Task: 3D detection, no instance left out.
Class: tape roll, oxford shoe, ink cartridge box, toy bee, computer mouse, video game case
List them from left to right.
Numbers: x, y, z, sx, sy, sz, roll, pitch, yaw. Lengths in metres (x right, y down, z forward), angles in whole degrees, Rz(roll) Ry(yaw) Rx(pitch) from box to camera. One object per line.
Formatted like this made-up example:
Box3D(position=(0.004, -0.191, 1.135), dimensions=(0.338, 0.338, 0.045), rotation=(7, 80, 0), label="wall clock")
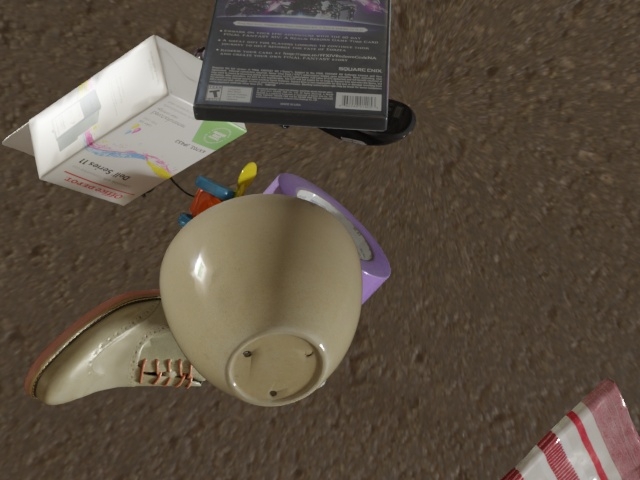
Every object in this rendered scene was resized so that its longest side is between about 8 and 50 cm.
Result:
Box3D(position=(-0.326, -0.170, 1.604), dimensions=(0.353, 0.207, 0.119), rotation=(-28, 66, 25), label="ink cartridge box")
Box3D(position=(-0.242, 0.159, 1.459), dimensions=(0.146, 0.397, 0.140), rotation=(47, 141, 24), label="oxford shoe")
Box3D(position=(-0.172, -0.064, 1.735), dimensions=(0.195, 0.162, 0.298), rotation=(-48, 53, 21), label="toy bee")
Box3D(position=(-0.022, -0.228, 1.065), dimensions=(0.196, 0.274, 0.026), rotation=(4, 141, 2), label="video game case")
Box3D(position=(0.000, 0.000, 1.800), dimensions=(0.275, 0.275, 0.090), rotation=(42, 108, -1), label="tape roll")
Box3D(position=(0.055, -0.252, 1.821), dimensions=(0.262, 0.060, 0.184), rotation=(8, 54, 10), label="computer mouse")

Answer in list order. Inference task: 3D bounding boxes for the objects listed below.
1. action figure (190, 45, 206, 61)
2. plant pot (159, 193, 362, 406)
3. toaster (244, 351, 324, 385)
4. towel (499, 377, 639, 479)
Box3D(position=(-0.190, -0.346, 1.807), dimensions=(0.099, 0.285, 0.185), rotation=(49, 61, -5), label="action figure")
Box3D(position=(-0.070, 0.108, 1.299), dimensions=(0.284, 0.191, 0.284), rotation=(-5, 126, -6), label="plant pot")
Box3D(position=(-0.062, 0.207, 1.923), dimensions=(0.146, 0.129, 0.227), rotation=(10, 88, -30), label="toaster")
Box3D(position=(0.393, 0.404, 1.577), dimensions=(0.329, 0.037, 0.237), rotation=(-41, 123, -12), label="towel")
